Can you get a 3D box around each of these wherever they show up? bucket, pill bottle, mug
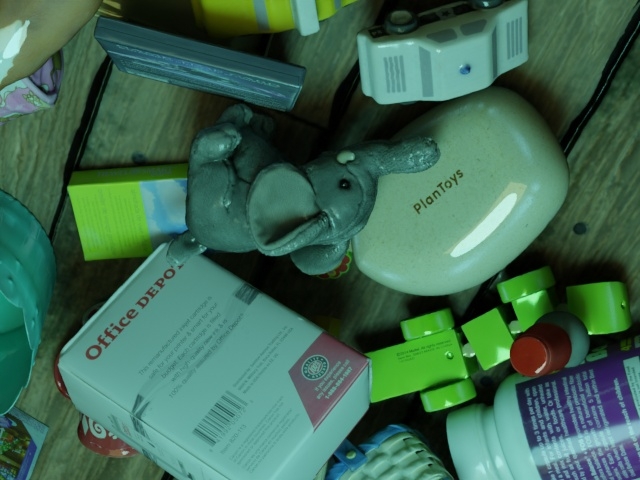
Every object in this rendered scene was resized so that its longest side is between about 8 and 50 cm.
[{"bbox_3d":[-0.447,0.068,1.606,0.281,0.183,0.281,2,123,3],"label":"bucket"},{"bbox_3d":[0.311,0.220,1.636,0.301,0.169,0.169,-19,119,15],"label":"pill bottle"},{"bbox_3d":[-0.264,0.166,1.697,0.150,0.113,0.169,4,120,1],"label":"mug"}]

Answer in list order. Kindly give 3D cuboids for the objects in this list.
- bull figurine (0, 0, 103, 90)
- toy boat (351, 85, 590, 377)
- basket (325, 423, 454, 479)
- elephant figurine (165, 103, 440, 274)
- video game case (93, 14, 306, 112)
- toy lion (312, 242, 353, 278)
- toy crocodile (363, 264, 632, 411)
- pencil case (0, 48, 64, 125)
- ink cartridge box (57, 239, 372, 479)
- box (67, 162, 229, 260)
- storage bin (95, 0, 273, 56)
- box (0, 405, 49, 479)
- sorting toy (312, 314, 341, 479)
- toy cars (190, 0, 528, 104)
[{"bbox_3d":[-0.260,-0.224,1.244,0.310,0.188,0.101,-37,112,26],"label":"bull figurine"},{"bbox_3d":[0.181,0.008,1.501,0.267,0.148,0.318,-34,80,24],"label":"toy boat"},{"bbox_3d":[0.072,0.337,1.693,0.201,0.289,0.255,-34,119,-10],"label":"basket"},{"bbox_3d":[-0.021,-0.040,1.455,0.239,0.169,0.186,25,128,28],"label":"elephant figurine"},{"bbox_3d":[-0.117,-0.172,1.381,0.196,0.274,0.026,14,89,-4],"label":"video game case"},{"bbox_3d":[0.000,0.000,1.611,0.100,0.034,0.096,39,126,-19],"label":"toy lion"},{"bbox_3d":[0.199,0.116,1.628,0.340,0.105,0.115,-23,85,19],"label":"toy crocodile"},{"bbox_3d":[-0.461,-0.165,1.462,0.386,0.160,0.167,-17,137,14],"label":"pencil case"},{"bbox_3d":[-0.114,0.157,1.526,0.283,0.207,0.117,30,152,21],"label":"ink cartridge box"},{"bbox_3d":[-0.194,-0.033,1.597,0.178,0.042,0.109,-3,124,6],"label":"box"},{"bbox_3d":[-0.136,-0.341,1.343,0.260,0.123,0.262,18,123,-7],"label":"storage bin"},{"bbox_3d":[-0.497,0.240,1.713,0.293,0.201,0.057,35,120,-16],"label":"box"},{"bbox_3d":[-0.068,0.234,1.658,0.041,0.229,0.307,14,85,-41],"label":"sorting toy"},{"bbox_3d":[0.055,-0.212,1.342,0.393,0.087,0.176,17,121,-34],"label":"toy cars"}]
